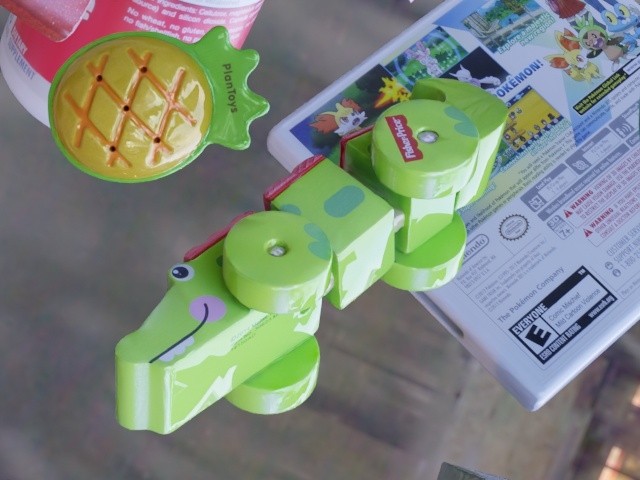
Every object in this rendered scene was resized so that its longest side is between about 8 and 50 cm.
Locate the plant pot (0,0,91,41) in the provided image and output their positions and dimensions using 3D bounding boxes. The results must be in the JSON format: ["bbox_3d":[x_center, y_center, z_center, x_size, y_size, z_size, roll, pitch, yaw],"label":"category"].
[{"bbox_3d":[-0.232,-0.321,1.089,0.236,0.267,0.267,26,98,-37],"label":"plant pot"}]

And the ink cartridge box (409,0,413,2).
[{"bbox_3d":[0.042,-0.229,1.267,0.063,0.115,0.029,-44,-172,-17],"label":"ink cartridge box"}]

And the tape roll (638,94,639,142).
[{"bbox_3d":[0.360,-0.090,1.116,0.321,0.321,0.077,-69,-156,12],"label":"tape roll"}]

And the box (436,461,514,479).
[{"bbox_3d":[0.158,0.264,1.196,0.056,0.231,0.183,15,-93,58],"label":"box"}]

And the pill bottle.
[{"bbox_3d":[-0.150,-0.302,1.746,0.407,0.229,0.229,-61,174,32],"label":"pill bottle"}]

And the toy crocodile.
[{"bbox_3d":[0.000,0.000,1.085,0.340,0.105,0.115,-37,149,-29],"label":"toy crocodile"}]

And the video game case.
[{"bbox_3d":[0.176,-0.069,1.412,0.329,0.300,0.036,-38,164,-23],"label":"video game case"}]

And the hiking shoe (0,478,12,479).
[{"bbox_3d":[-0.289,0.386,1.766,0.132,0.304,0.113,-39,162,26],"label":"hiking shoe"}]

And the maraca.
[{"bbox_3d":[-0.138,-0.117,1.494,0.099,0.186,0.127,-85,164,-81],"label":"maraca"}]
